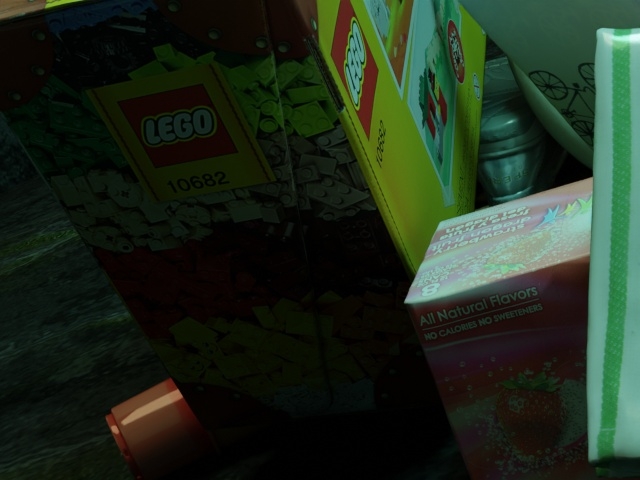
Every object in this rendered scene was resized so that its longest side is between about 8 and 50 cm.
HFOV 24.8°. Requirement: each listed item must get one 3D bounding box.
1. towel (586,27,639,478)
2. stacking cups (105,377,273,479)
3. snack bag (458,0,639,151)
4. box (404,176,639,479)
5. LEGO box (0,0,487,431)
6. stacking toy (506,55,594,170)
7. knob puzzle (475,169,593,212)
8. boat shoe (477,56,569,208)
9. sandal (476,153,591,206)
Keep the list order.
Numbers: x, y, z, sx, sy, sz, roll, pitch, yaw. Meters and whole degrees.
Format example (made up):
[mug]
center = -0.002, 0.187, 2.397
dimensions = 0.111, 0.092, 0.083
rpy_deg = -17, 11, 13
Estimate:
[towel]
center = 0.286, -0.006, 0.673
dimensions = 0.325, 0.248, 0.038
rpy_deg = -3, -18, 23
[stacking cups]
center = -0.005, 0.094, 1.106
dimensions = 0.316, 0.096, 0.096
rpy_deg = -29, 15, -6
[snack bag]
center = 0.265, -0.099, 0.956
dimensions = 0.037, 0.323, 0.342
rpy_deg = -54, 28, -17
[box]
center = 0.218, 0.035, 0.821
dimensions = 0.300, 0.154, 0.142
rpy_deg = -16, 15, 18
[LEGO box]
center = -0.023, -0.177, 1.038
dimensions = 0.193, 0.372, 0.500
rpy_deg = -9, 43, 19
[stacking toy]
center = 0.374, -0.205, 1.375
dimensions = 0.351, 0.350, 0.480
rpy_deg = -18, -5, 16
[knob puzzle]
center = 0.177, -0.019, 1.340
dimensions = 0.213, 0.030, 0.213
rpy_deg = -20, 14, 5
[boat shoe]
center = 0.204, -0.117, 1.402
dimensions = 0.118, 0.103, 0.320
rpy_deg = -9, 18, 20
[sandal]
center = 0.182, -0.067, 1.470
dimensions = 0.219, 0.060, 0.090
rpy_deg = -6, 25, 3
